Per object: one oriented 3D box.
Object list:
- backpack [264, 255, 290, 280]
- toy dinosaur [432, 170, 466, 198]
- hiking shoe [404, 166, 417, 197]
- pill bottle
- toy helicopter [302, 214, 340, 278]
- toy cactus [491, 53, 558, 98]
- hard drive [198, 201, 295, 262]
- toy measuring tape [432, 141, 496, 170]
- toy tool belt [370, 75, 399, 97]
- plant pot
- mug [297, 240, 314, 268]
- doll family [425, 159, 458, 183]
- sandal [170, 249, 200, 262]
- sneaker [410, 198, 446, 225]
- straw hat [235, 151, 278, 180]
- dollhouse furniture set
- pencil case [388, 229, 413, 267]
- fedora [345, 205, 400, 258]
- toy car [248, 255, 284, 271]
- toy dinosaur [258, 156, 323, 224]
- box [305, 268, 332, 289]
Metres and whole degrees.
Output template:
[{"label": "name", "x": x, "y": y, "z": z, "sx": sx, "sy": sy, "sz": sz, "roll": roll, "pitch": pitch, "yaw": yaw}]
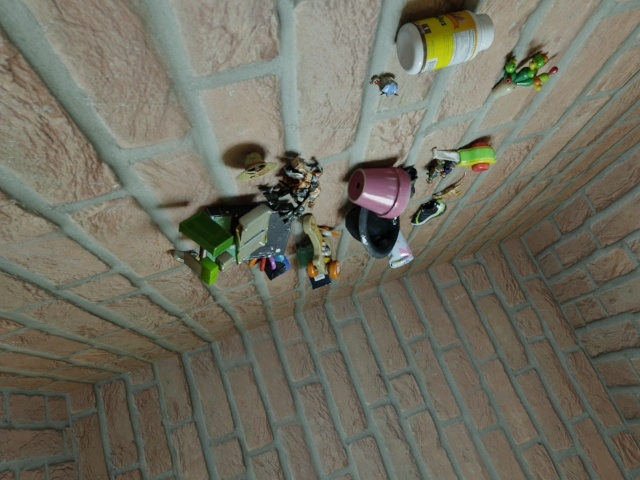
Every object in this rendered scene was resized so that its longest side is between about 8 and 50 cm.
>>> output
[{"label": "backpack", "x": -0.215, "y": 0.124, "z": 2.175, "sx": 0.120, "sy": 0.098, "sz": 0.101, "roll": -30, "pitch": -172, "yaw": 23}, {"label": "toy dinosaur", "x": 0.649, "y": -0.244, "z": 2.113, "sx": 0.212, "sy": 0.064, "sz": 0.112, "roll": -35, "pitch": 155, "yaw": 33}, {"label": "hiking shoe", "x": 0.368, "y": -0.242, "z": 1.792, "sx": 0.114, "sy": 0.086, "sz": 0.227, "roll": -54, "pitch": 167, "yaw": 17}, {"label": "pill bottle", "x": 0.303, "y": -0.484, "z": 1.054, "sx": 0.215, "sy": 0.117, "sz": 0.117, "roll": -17, "pitch": 160, "yaw": -10}, {"label": "toy helicopter", "x": 0.000, "y": 0.000, "z": 1.959, "sx": 0.140, "sy": 0.234, "sz": 0.355, "roll": 1, "pitch": 143, "yaw": 21}, {"label": "toy cactus", "x": 0.635, "y": -0.507, "z": 1.378, "sx": 0.219, "sy": 0.112, "sz": 0.180, "roll": -17, "pitch": 172, "yaw": -36}, {"label": "hard drive", "x": -0.273, "y": -0.029, "z": 1.631, "sx": 0.339, "sy": 0.064, "sz": 0.236, "roll": -8, "pitch": 134, "yaw": -31}, {"label": "toy measuring tape", "x": 0.599, "y": -0.342, "z": 1.739, "sx": 0.330, "sy": 0.121, "sz": 0.121, "roll": 1, "pitch": 151, "yaw": -32}, {"label": "toy tool belt", "x": 0.180, "y": -0.421, "z": 1.194, "sx": 0.083, "sy": 0.051, "sz": 0.052, "roll": -3, "pitch": 154, "yaw": -40}, {"label": "plant pot", "x": 0.210, "y": -0.194, "z": 1.648, "sx": 0.180, "sy": 0.201, "sz": 0.201, "roll": 9, "pitch": 148, "yaw": -26}, {"label": "mug", "x": -0.050, "y": 0.057, "z": 2.138, "sx": 0.130, "sy": 0.097, "sz": 0.157, "roll": -17, "pitch": -157, "yaw": 3}, {"label": "doll family", "x": 0.508, "y": -0.296, "z": 1.823, "sx": 0.193, "sy": 0.076, "sz": 0.111, "roll": -16, "pitch": 155, "yaw": -23}, {"label": "sandal", "x": -0.526, "y": 0.065, "z": 1.763, "sx": 0.049, "sy": 0.072, "sz": 0.180, "roll": -48, "pitch": 150, "yaw": 9}, {"label": "sneaker", "x": 0.544, "y": -0.157, "z": 2.253, "sx": 0.097, "sy": 0.084, "sz": 0.235, "roll": 34, "pitch": 140, "yaw": -22}, {"label": "straw hat", "x": -0.199, "y": -0.231, "z": 1.301, "sx": 0.145, "sy": 0.061, "sz": 0.144, "roll": -20, "pitch": 178, "yaw": -1}, {"label": "dollhouse furniture set", "x": -0.323, "y": -0.020, "z": 1.503, "sx": 0.301, "sy": 0.151, "sz": 0.197, "roll": -41, "pitch": 159, "yaw": -42}, {"label": "pencil case", "x": 0.356, "y": 0.002, "z": 2.161, "sx": 0.124, "sy": 0.273, "sz": 0.113, "roll": -21, "pitch": 167, "yaw": -6}, {"label": "fedora", "x": 0.217, "y": -0.073, "z": 1.924, "sx": 0.153, "sy": 0.333, "sz": 0.334, "roll": 3, "pitch": 178, "yaw": 38}, {"label": "toy car", "x": -0.242, "y": 0.068, "z": 1.929, "sx": 0.182, "sy": 0.136, "sz": 0.159, "roll": -15, "pitch": 159, "yaw": -17}, {"label": "toy dinosaur", "x": -0.068, "y": -0.164, "z": 1.501, "sx": 0.218, "sy": 0.164, "sz": 0.322, "roll": -38, "pitch": 138, "yaw": 0}, {"label": "box", "x": -0.020, "y": 0.160, "z": 2.279, "sx": 0.108, "sy": 0.153, "sz": 0.207, "roll": -20, "pitch": -178, "yaw": -3}]
